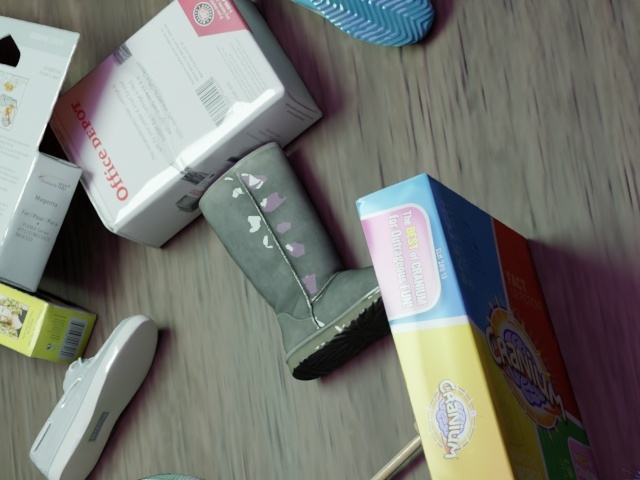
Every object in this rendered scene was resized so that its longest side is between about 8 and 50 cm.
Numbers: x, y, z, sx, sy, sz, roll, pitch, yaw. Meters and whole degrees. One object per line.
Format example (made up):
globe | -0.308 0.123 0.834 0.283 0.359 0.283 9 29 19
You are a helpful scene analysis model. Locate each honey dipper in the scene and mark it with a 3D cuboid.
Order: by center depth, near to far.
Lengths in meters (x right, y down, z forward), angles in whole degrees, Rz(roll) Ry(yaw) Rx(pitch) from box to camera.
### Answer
honey dipper | 0.062 0.200 1.610 0.160 0.030 0.030 -46 62 13

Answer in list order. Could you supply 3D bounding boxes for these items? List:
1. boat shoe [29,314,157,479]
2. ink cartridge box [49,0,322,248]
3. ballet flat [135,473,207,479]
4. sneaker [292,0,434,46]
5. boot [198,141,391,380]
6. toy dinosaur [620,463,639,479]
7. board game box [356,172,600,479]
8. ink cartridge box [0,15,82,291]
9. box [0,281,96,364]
boat shoe | -0.218 0.145 1.750 0.063 0.066 0.184 32 103 28
ink cartridge box | -0.131 -0.120 1.745 0.218 0.092 0.158 -37 64 13
ballet flat | -0.120 0.249 1.661 0.222 0.079 0.076 0 79 27
sneaker | 0.005 -0.252 1.711 0.229 0.092 0.087 28 102 9
boot | 0.000 -0.001 1.671 0.190 0.076 0.208 -32 59 15
toy dinosaur | 0.277 0.214 1.491 0.090 0.047 0.082 39 116 18
board game box | 0.140 0.126 1.465 0.064 0.242 0.316 -22 70 20
ink cartridge box | -0.319 -0.096 1.799 0.275 0.060 0.238 19 87 52
box | -0.339 0.057 1.815 0.232 0.087 0.058 19 89 28
